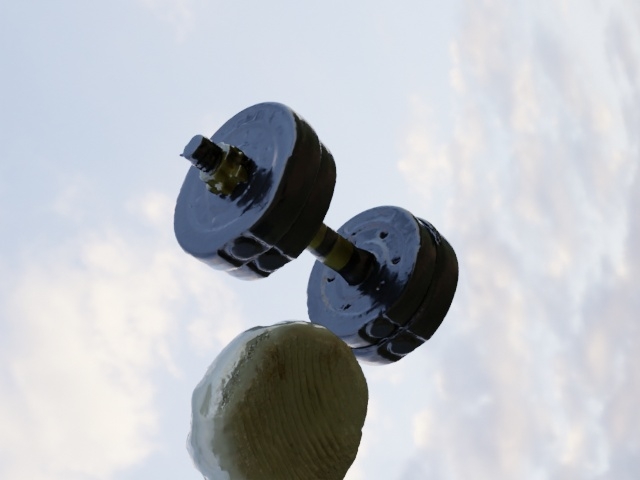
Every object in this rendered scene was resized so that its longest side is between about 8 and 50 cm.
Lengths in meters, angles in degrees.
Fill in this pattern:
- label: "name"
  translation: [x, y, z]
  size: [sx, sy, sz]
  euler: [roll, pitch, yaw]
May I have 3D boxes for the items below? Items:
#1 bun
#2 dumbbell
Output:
- label: "bun"
  translation: [-0.045, 0.151, 0.952]
  size: [0.183, 0.102, 0.183]
  euler: [-6, -81, -43]
- label: "dumbbell"
  translation: [0.000, 0.000, 1.172]
  size: [0.388, 0.185, 0.185]
  euler: [36, -131, -36]
